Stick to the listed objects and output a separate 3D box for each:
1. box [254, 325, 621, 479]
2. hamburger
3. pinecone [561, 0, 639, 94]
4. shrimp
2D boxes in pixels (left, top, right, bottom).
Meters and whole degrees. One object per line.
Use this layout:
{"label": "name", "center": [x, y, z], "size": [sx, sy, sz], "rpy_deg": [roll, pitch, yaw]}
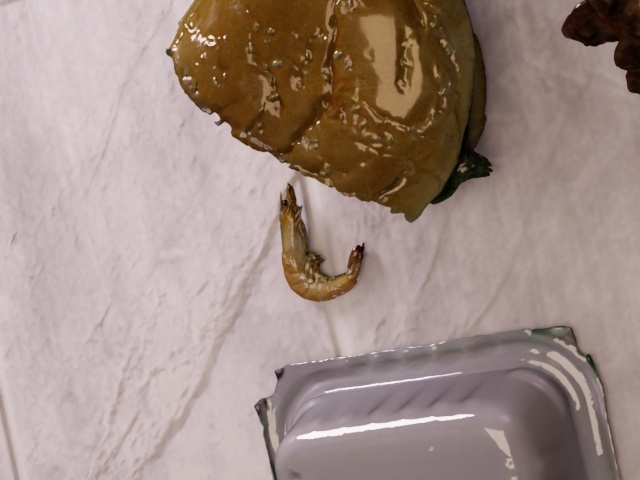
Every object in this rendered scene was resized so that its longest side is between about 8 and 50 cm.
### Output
{"label": "box", "center": [0.091, 0.230, 1.327], "size": [0.337, 0.106, 0.264], "rpy_deg": [-11, 95, 28]}
{"label": "hamburger", "center": [0.024, -0.166, 1.274], "size": [0.309, 0.132, 0.211], "rpy_deg": [37, 115, 17]}
{"label": "pinecone", "center": [0.295, -0.241, 1.064], "size": [0.298, 0.242, 0.296], "rpy_deg": [-25, 88, 27]}
{"label": "shrimp", "center": [0.000, 0.000, 1.375], "size": [0.083, 0.023, 0.114], "rpy_deg": [-5, 103, 23]}
